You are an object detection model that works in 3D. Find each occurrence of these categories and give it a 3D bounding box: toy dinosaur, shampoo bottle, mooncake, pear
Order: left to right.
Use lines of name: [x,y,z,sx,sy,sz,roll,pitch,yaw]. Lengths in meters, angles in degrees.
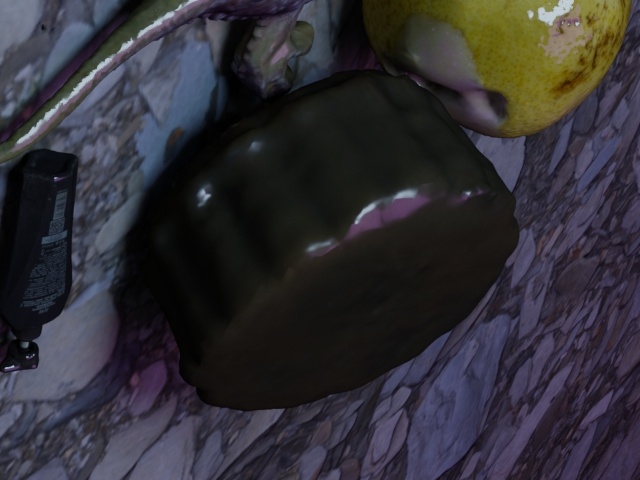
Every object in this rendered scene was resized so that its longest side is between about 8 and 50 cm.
shampoo bottle: [-0.154,0.013,0.947,0.048,0.027,0.137,-20,138,-38]
toy dinosaur: [-0.051,-0.129,0.932,0.200,0.072,0.251,-58,170,26]
mooncake: [0.000,0.000,1.079,0.228,0.124,0.228,-25,155,-12]
pear: [0.110,-0.144,1.114,0.178,0.178,0.178,-45,154,-29]
